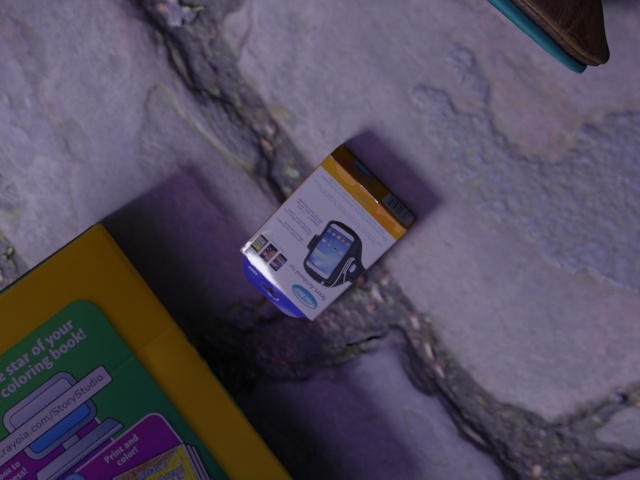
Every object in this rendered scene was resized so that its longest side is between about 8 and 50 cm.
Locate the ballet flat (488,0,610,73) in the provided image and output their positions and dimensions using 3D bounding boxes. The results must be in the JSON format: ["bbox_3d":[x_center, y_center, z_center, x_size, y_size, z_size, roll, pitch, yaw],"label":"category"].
[{"bbox_3d":[0.068,-0.250,0.818,0.342,0.116,0.124,39,104,8],"label":"ballet flat"}]

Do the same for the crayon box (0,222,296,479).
[{"bbox_3d":[-0.228,0.217,1.041,0.363,0.106,0.313,-37,95,-10],"label":"crayon box"}]

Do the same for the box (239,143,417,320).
[{"bbox_3d":[0.000,0.000,1.002,0.081,0.028,0.136,45,126,-1],"label":"box"}]
